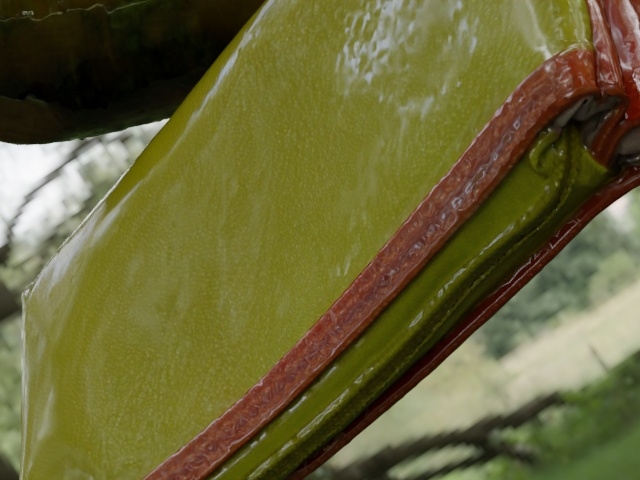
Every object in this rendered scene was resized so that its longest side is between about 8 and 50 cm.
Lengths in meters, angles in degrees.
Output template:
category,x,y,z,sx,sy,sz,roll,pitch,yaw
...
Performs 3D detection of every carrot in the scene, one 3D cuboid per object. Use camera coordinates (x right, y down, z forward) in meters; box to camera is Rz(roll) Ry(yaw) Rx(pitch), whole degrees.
category,x,y,z,sx,sy,sz,roll,pitch,yaw
carrot,-0.056,-0.077,0.657,0.173,0.082,0.082,-5,-10,-3

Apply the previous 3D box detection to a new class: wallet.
category,x,y,z,sx,sy,sz,roll,pitch,yaw
wallet,0.000,0.000,0.532,0.241,0.067,0.141,-45,33,30
